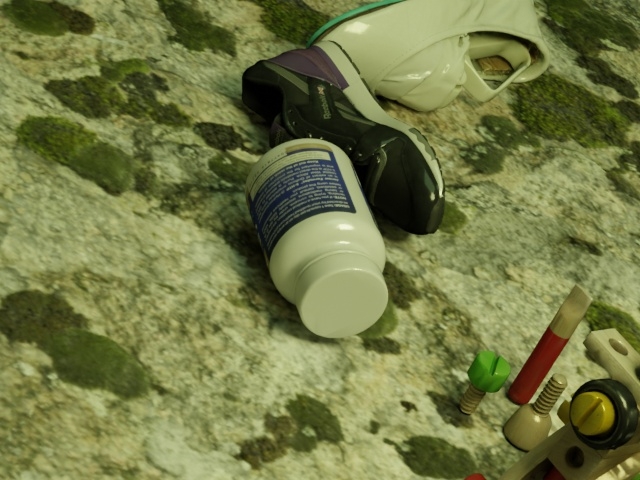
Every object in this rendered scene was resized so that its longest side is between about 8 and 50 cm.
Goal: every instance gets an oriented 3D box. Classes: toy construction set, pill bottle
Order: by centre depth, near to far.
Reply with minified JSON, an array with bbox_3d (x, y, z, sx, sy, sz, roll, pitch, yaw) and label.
[{"bbox_3d":[0.255,0.148,1.738,0.257,0.237,0.309,11,34,-26],"label":"toy construction set"},{"bbox_3d":[0.000,0.000,1.880,0.112,0.112,0.187,12,34,-25],"label":"pill bottle"}]

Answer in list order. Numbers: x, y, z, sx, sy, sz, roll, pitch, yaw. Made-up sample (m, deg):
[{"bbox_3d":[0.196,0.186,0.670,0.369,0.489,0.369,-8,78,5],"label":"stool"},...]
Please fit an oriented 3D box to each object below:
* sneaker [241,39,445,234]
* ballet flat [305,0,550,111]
[{"bbox_3d":[0.014,-0.092,2.067,0.124,0.107,0.283,-15,45,-29],"label":"sneaker"},{"bbox_3d":[0.147,-0.216,2.320,0.139,0.139,0.400,42,33,23],"label":"ballet flat"}]
